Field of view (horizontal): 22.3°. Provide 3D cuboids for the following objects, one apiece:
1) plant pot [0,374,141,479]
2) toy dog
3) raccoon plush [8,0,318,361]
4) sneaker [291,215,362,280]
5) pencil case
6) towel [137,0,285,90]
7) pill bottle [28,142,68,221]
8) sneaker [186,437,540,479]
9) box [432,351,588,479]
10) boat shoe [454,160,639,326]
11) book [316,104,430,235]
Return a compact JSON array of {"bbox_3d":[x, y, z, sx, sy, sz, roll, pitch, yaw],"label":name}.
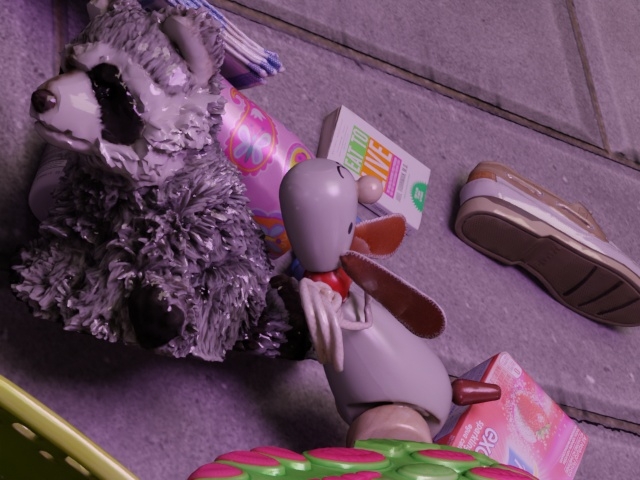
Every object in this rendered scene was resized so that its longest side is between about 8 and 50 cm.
[{"bbox_3d":[-0.264,0.228,1.185,0.228,0.207,0.227,40,74,-13],"label":"plant pot"},{"bbox_3d":[0.074,0.078,1.517,0.333,0.161,0.220,75,0,-49],"label":"toy dog"},{"bbox_3d":[-0.116,-0.058,1.511,0.446,0.216,0.299,10,95,-66],"label":"raccoon plush"},{"bbox_3d":[0.000,0.000,1.771,0.059,0.053,0.144,52,31,0],"label":"sneaker"},{"bbox_3d":[-0.110,-0.107,1.694,0.284,0.124,0.124,41,41,-11],"label":"pencil case"},{"bbox_3d":[-0.175,-0.254,1.697,0.285,0.209,0.034,38,80,-14],"label":"towel"},{"bbox_3d":[-0.232,-0.079,1.586,0.078,0.078,0.137,32,44,-23],"label":"pill bottle"},{"bbox_3d":[0.062,0.278,1.347,0.483,0.185,0.202,7,97,-41],"label":"sneaker"},{"bbox_3d":[0.136,0.270,1.617,0.142,0.154,0.300,45,39,-8],"label":"box"},{"bbox_3d":[0.305,0.001,2.012,0.302,0.113,0.103,32,49,-21],"label":"boat shoe"},{"bbox_3d":[0.062,-0.080,1.908,0.144,0.035,0.096,33,47,-23],"label":"book"}]
